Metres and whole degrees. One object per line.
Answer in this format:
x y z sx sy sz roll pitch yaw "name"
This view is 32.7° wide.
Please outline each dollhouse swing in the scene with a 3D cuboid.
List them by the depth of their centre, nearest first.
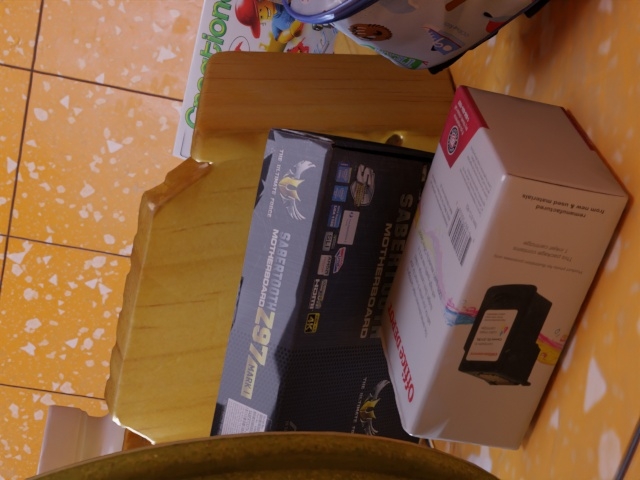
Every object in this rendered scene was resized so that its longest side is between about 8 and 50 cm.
-0.063 -0.037 0.998 0.305 0.315 0.347 58 141 43 "dollhouse swing"

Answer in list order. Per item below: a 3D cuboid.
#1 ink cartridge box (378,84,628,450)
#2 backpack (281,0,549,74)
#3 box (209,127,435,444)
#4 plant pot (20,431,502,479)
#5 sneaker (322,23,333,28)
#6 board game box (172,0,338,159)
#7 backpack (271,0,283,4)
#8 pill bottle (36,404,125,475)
0.099 0.016 0.648 0.127 0.072 0.175 -101 23 -60 "ink cartridge box"
0.060 -0.255 0.698 0.276 0.213 0.263 -40 53 42 "backpack"
0.021 0.047 0.757 0.059 0.183 0.233 17 98 36 "box"
-0.023 0.325 0.401 0.353 0.366 0.366 -109 29 -44 "plant pot"
0.001 -0.262 1.152 0.072 0.178 0.077 -43 -29 -44 "sneaker"
-0.048 -0.210 1.254 0.053 0.193 0.305 -42 -30 -64 "board game box"
0.010 -0.318 0.991 0.191 0.225 0.253 108 171 -46 "backpack"
-0.149 0.252 1.122 0.162 0.278 0.162 -170 90 -78 "pill bottle"
